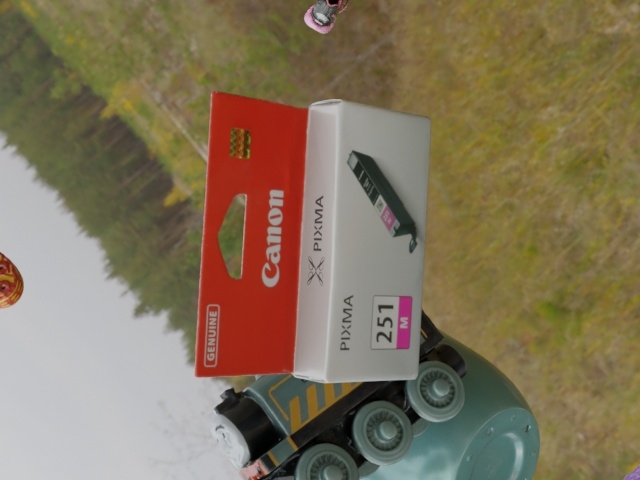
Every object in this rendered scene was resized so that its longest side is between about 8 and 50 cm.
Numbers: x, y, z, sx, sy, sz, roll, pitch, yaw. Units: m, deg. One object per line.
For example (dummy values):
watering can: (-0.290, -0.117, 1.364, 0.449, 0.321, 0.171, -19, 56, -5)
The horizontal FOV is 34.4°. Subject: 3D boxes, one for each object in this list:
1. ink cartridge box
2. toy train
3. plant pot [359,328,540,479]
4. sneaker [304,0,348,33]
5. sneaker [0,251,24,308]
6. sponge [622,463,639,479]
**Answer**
ink cartridge box: (0.000, 0.000, 1.005, 0.239, 0.275, 0.060, 4, 179, -41)
toy train: (0.026, 0.197, 1.258, 0.190, 0.334, 0.142, 53, 153, 8)
plant pot: (0.164, 0.278, 1.465, 0.235, 0.293, 0.293, 21, 153, 47)
sneaker: (0.019, -0.326, 1.365, 0.047, 0.119, 0.057, 26, 139, -8)
sneaker: (-0.337, 0.039, 0.983, 0.175, 0.064, 0.067, 8, 149, 36)
sponge: (0.152, 0.124, 0.364, 0.117, 0.210, 0.031, 42, -164, -2)
